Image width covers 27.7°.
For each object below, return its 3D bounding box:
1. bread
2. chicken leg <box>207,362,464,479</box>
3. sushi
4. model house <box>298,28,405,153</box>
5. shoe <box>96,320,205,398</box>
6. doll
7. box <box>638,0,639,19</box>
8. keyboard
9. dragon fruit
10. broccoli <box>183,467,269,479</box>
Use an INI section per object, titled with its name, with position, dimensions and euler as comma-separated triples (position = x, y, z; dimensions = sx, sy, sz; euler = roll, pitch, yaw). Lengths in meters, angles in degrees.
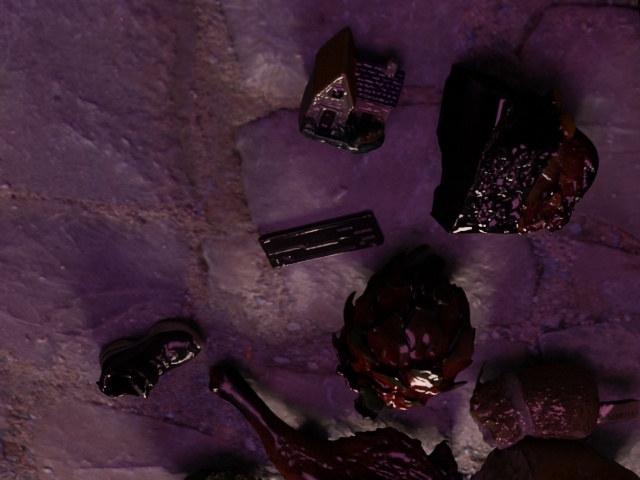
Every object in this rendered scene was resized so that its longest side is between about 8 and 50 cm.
[bread]
position = 0.314, 0.357, 1.772
dimensions = 0.246, 0.176, 0.195
euler = 19, 140, -20
[chicken leg]
position = 0.012, 0.300, 1.815
dimensions = 0.407, 0.096, 0.158
euler = 26, 109, -6
[sushi]
position = 0.221, -0.088, 1.434
dimensions = 0.150, 0.153, 0.172
euler = 3, 111, -17
[model house]
position = 0.038, -0.163, 1.430
dimensions = 0.100, 0.088, 0.100
euler = 16, 132, -10
[shoe]
position = -0.235, 0.174, 1.752
dimensions = 0.169, 0.099, 0.071
euler = -20, 122, 23
[doll]
position = 0.304, 0.215, 1.695
dimensions = 0.221, 0.105, 0.115
euler = -1, 85, 12
[box]
position = 0.490, -0.234, 1.278
dimensions = 0.344, 0.122, 0.385
euler = -6, 129, 15
[keyboard]
position = 0.000, 0.000, 1.626
dimensions = 0.155, 0.010, 0.053
euler = -12, 126, 18
[dragon fruit]
position = 0.109, 0.119, 1.612
dimensions = 0.182, 0.182, 0.188
euler = 33, 136, -18
[broccoli]
position = -0.144, 0.417, 1.918
dimensions = 0.195, 0.156, 0.195
euler = -16, 129, -21
